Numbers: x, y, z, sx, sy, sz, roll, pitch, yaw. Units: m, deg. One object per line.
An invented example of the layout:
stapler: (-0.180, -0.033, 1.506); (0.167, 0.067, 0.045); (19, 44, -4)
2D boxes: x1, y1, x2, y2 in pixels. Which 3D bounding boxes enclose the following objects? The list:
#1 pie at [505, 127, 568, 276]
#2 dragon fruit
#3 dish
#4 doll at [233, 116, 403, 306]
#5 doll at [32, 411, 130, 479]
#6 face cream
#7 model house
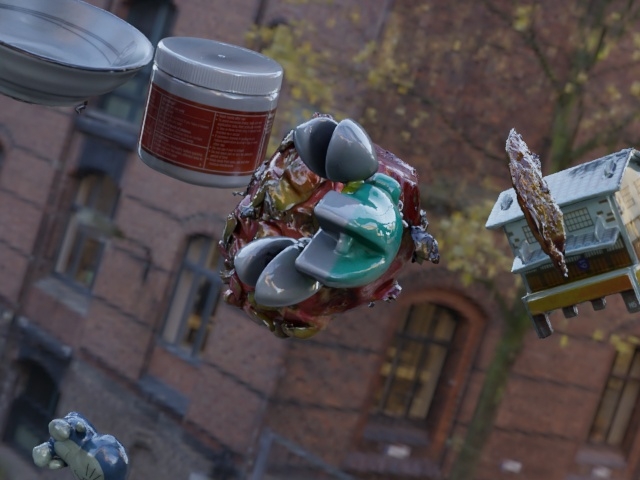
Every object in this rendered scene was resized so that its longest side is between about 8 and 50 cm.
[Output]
pie: (0.242, -0.054, 1.483); (0.033, 0.191, 0.088); (-28, -26, 26)
dragon fruit: (0.000, 0.000, 1.729); (0.269, 0.291, 0.250); (31, 9, -2)
dish: (-0.388, -0.258, 1.780); (0.316, 0.106, 0.316); (19, 22, -8)
doll: (0.007, -0.006, 1.321); (0.153, 0.195, 0.258); (19, -16, 11)
doll: (-0.203, 0.185, 1.144); (0.083, 0.076, 0.050); (39, 48, 5)
face cream: (-0.172, -0.199, 2.026); (0.201, 0.187, 0.201); (12, 19, -4)
model house: (0.392, -0.002, 1.895); (0.224, 0.215, 0.198); (-19, 6, 40)
